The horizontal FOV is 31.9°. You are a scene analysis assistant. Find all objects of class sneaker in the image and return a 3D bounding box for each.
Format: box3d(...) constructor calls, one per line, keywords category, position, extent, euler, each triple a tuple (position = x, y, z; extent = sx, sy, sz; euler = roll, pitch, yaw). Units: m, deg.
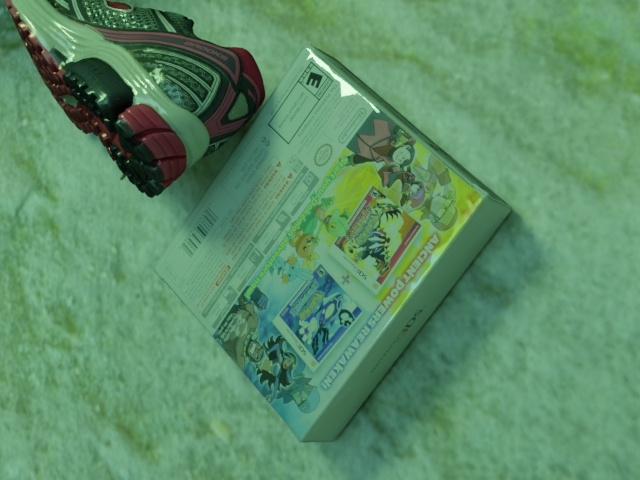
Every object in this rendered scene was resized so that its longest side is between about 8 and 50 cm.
box3d(category="sneaker", position=(-0.151, -0.138, 0.868), extent=(0.112, 0.121, 0.299), euler=(-35, 46, -15))

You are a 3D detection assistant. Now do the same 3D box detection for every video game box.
box3d(category="video game box", position=(0.000, 0.000, 0.764), extent=(0.187, 0.048, 0.205), euler=(46, 108, 34))
